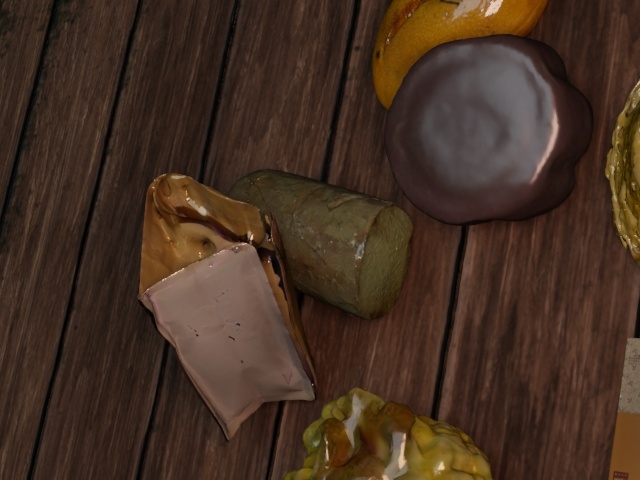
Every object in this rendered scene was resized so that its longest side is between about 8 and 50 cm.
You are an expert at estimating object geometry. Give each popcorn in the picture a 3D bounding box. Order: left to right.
[{"bbox_3d":[0.072,0.305,1.280,0.293,0.237,0.293,-12,67,31],"label":"popcorn"}]

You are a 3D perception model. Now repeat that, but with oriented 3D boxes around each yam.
[{"bbox_3d":[0.000,0.000,1.502,0.268,0.161,0.161,18,86,41],"label":"yam"}]

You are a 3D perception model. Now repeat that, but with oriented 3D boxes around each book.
[{"bbox_3d":[0.377,0.193,1.224,0.118,0.012,0.172,1,74,40],"label":"book"}]

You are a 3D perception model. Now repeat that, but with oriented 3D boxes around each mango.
[{"bbox_3d":[0.171,-0.294,1.495,0.295,0.120,0.177,-33,55,25],"label":"mango"}]

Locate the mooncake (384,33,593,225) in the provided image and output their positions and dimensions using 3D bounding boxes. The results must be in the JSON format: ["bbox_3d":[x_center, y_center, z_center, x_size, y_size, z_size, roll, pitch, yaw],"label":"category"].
[{"bbox_3d":[0.204,-0.132,1.374,0.245,0.133,0.245,2,93,39],"label":"mooncake"}]

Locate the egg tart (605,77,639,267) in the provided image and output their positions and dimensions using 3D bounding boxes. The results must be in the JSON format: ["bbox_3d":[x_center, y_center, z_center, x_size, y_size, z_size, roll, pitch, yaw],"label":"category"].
[{"bbox_3d":[0.445,-0.100,1.202,0.345,0.132,0.345,-17,63,36],"label":"egg tart"}]

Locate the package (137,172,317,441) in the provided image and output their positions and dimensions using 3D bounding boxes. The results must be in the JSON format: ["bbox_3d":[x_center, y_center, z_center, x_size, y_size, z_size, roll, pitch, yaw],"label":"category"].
[{"bbox_3d":[-0.098,0.079,1.455,0.165,0.311,0.221,-12,43,8],"label":"package"}]
